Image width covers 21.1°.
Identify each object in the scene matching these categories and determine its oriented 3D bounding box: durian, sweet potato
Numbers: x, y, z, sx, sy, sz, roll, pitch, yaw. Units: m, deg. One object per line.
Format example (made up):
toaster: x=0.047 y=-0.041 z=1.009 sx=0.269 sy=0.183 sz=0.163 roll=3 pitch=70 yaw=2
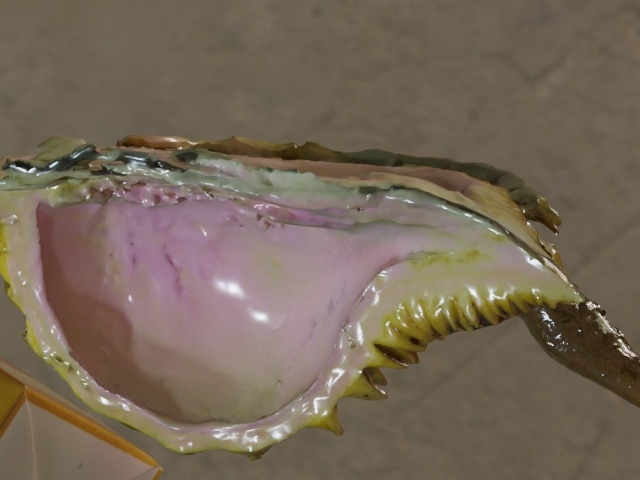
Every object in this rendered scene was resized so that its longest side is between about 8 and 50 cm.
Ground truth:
durian: x=-0.008 y=-0.004 z=0.874 sx=0.305 sy=0.196 sz=0.186 roll=-1 pitch=117 yaw=15
sweet potato: x=0.232 y=0.084 z=1.525 sx=0.274 sy=0.067 sz=0.067 roll=36 pitch=83 yaw=-4

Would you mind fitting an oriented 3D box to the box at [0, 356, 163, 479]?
box: x=-0.307 y=0.204 z=1.236 sx=0.213 sy=0.259 sz=0.283 roll=28 pitch=80 yaw=25
